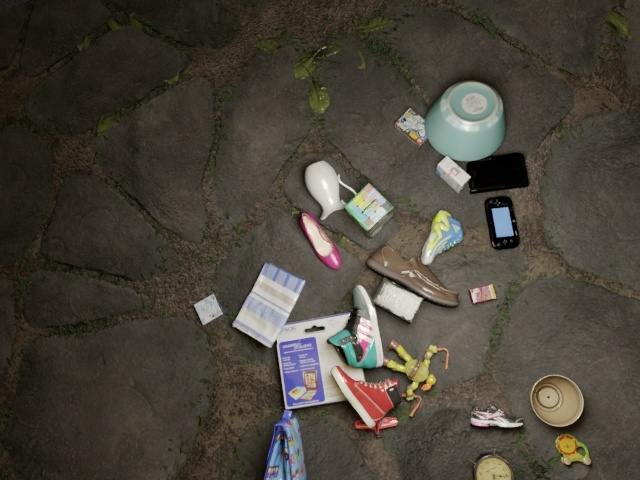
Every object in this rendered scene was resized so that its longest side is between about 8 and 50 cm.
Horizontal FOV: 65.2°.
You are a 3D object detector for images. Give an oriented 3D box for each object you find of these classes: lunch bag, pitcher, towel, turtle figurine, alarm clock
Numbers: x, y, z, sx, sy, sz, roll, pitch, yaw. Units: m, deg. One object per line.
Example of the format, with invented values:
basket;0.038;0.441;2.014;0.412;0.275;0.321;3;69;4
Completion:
lunch bag;-0.115;0.738;1.719;0.138;0.221;0.293;1;79;9
pitcher;0.042;-0.207;1.948;0.178;0.125;0.207;-21;86;-17
towel;-0.198;0.240;1.895;0.209;0.034;0.285;24;82;33
turtle figurine;0.319;0.466;1.775;0.217;0.087;0.269;29;85;13
alarm clock;0.588;0.802;1.679;0.129;0.064;0.192;-27;74;2

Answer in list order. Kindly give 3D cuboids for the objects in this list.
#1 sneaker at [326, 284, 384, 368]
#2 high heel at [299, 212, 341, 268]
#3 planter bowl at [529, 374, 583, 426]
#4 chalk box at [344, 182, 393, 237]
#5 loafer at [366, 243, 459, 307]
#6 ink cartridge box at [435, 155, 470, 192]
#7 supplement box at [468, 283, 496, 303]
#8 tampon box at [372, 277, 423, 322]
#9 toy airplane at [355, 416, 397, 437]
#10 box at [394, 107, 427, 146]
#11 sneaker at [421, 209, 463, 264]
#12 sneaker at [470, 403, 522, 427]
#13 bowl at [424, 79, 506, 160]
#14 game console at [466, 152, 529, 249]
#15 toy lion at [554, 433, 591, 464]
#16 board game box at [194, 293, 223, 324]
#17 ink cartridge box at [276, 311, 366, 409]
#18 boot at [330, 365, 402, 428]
sneaker;0.105;0.312;1.759;0.178;0.124;0.295;-8;79;-16
high heel;0.000;0.000;1.902;0.082;0.117;0.244;-28;76;2
planter bowl;0.779;0.531;1.681;0.162;0.109;0.162;-2;79;8
chalk box;0.180;-0.112;1.848;0.132;0.213;0.132;-42;76;-1
loafer;0.347;0.123;1.816;0.366;0.134;0.130;29;85;13
ink cartridge box;0.500;-0.248;1.890;0.052;0.088;0.122;-42;76;-4
supplement box;0.585;0.195;1.811;0.083;0.043;0.055;-13;77;5
tampon box;0.280;0.220;1.814;0.161;0.120;0.101;28;85;13
toy airplane;0.195;0.628;1.793;0.151;0.028;0.151;-1;78;7
box;0.373;-0.447;1.981;0.137;0.027;0.094;43;86;14
sneaker;0.454;0.000;1.826;0.126;0.091;0.240;23;64;4
sneaker;0.605;0.601;1.717;0.178;0.072;0.077;2;68;3
bowl;0.552;-0.472;1.868;0.312;0.163;0.311;-2;70;6
game console;0.677;-0.146;1.866;0.213;0.044;0.361;-8;78;7
toy lion;0.844;0.700;1.680;0.100;0.034;0.096;-3;71;8
board game box;-0.439;0.271;1.966;0.090;0.020;0.090;-29;76;2
ink cartridge box;0.001;0.443;1.843;0.304;0.072;0.307;-11;75;8
boot;0.163;0.499;1.736;0.176;0.088;0.244;-39;88;-6
